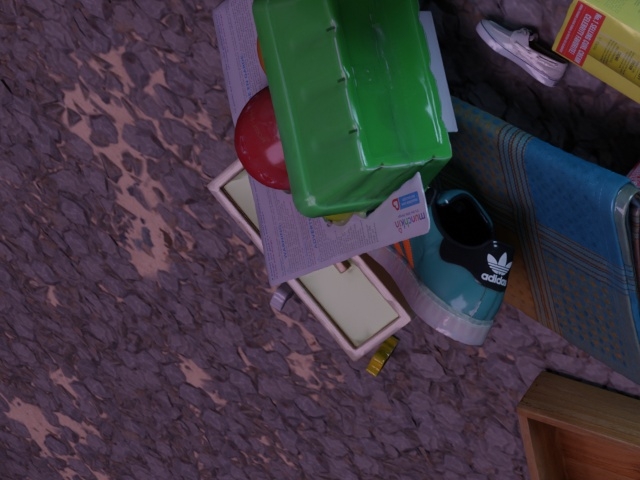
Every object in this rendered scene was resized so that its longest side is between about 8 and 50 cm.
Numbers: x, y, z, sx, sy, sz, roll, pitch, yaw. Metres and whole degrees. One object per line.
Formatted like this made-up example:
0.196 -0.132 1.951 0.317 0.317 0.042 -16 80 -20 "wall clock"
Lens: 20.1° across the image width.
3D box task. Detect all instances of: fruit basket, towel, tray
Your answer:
-0.001 -0.136 1.889 0.353 0.165 0.327 155 104 -66 "fruit basket"
0.205 -0.023 1.892 0.370 0.040 0.271 33 149 42 "towel"
0.434 0.293 2.080 0.411 0.076 0.203 17 140 33 "tray"

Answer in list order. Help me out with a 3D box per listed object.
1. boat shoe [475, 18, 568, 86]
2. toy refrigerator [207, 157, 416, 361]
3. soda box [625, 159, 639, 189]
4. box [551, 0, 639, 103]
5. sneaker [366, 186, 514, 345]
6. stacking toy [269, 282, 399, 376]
0.201 -0.194 1.784 0.100 0.035 0.035 38 120 10 "boat shoe"
0.000 0.000 2.092 0.102 0.094 0.269 -38 93 32 "toy refrigerator"
0.423 -0.027 1.708 0.263 0.083 0.092 10 136 38 "soda box"
0.334 -0.158 1.666 0.232 0.058 0.087 34 147 10 "box"
0.119 -0.013 1.914 0.108 0.121 0.302 16 -159 -34 "sneaker"
0.039 0.060 2.223 0.167 0.052 0.221 34 144 6 "stacking toy"
